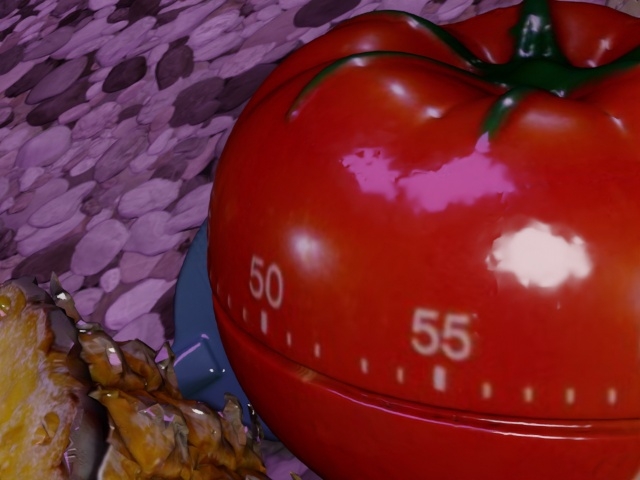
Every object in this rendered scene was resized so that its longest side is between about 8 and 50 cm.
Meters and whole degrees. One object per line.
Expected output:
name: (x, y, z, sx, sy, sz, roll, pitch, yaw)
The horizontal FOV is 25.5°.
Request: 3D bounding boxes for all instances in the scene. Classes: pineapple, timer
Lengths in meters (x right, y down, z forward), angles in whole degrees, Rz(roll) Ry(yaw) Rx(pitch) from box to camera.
pineapple: (-0.148, 0.214, 0.785, 0.352, 0.300, 0.352, -20, 45, 22)
timer: (0.123, 0.011, 0.821, 0.378, 0.279, 0.378, 0, 22, 0)

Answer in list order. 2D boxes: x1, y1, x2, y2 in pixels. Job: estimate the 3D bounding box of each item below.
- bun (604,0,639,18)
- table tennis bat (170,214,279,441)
bun: (0.342, -0.188, 1.103, 0.287, 0.146, 0.287, -22, 34, 16)
table tennis bat: (-0.035, 0.061, 1.060, 0.329, 0.215, 0.044, -31, -13, 14)
